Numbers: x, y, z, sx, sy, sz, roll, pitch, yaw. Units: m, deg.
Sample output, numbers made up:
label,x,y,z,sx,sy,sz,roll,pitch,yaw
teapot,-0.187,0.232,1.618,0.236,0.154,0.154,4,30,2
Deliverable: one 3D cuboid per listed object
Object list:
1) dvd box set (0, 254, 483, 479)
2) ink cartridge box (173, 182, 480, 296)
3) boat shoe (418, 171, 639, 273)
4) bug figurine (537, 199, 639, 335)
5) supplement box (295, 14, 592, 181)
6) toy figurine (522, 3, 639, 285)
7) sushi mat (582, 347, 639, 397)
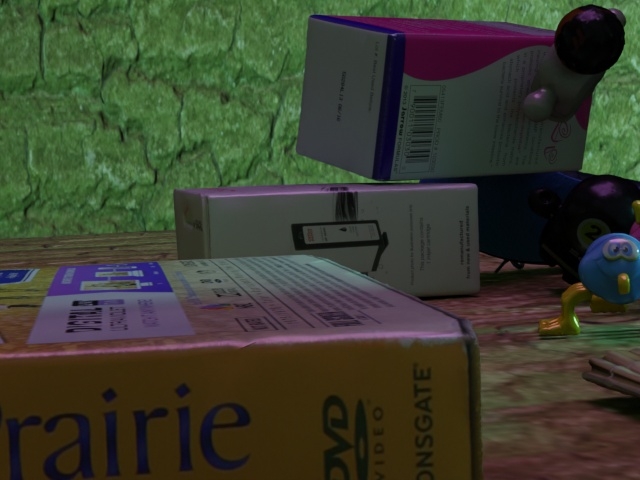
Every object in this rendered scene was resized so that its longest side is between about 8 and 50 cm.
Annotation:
label,x,y,z,sx,sy,sz,roll,pitch,yaw
dvd box set,-0.186,0.051,0.476,0.421,0.062,0.307,-3,3,-9
ink cartridge box,0.000,0.000,1.063,0.203,0.085,0.148,-3,4,-13
boat shoe,0.209,-0.012,1.235,0.258,0.109,0.089,14,-4,2
bug figurine,0.260,0.009,0.805,0.279,0.072,0.216,-3,3,5
supplement box,0.103,-0.114,1.115,0.220,0.111,0.114,-4,17,-36
toy figurine,0.252,-0.071,1.001,0.213,0.209,0.148,-1,-13,0
sushi mat,0.210,0.056,0.430,0.152,0.019,0.316,-2,3,-12
